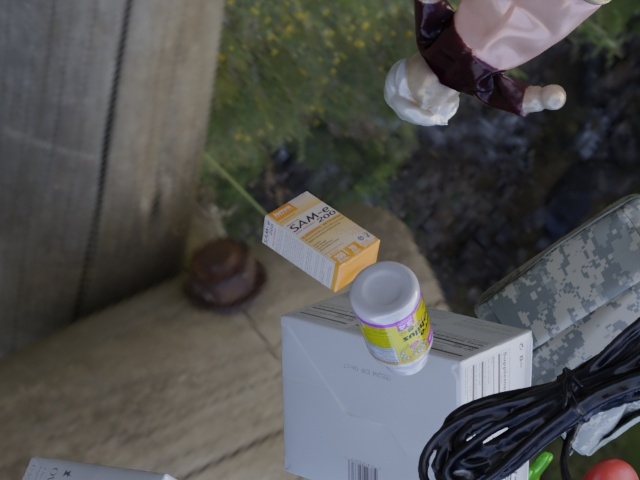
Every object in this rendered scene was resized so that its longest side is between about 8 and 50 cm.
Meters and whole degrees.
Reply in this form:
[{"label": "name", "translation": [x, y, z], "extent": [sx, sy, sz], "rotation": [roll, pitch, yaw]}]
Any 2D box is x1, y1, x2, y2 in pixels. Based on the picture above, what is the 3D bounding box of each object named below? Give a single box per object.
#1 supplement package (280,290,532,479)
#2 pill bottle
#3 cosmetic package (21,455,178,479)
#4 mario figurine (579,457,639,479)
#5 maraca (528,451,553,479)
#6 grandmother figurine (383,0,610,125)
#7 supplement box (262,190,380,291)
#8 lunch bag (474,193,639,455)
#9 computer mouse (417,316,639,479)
[{"label": "supplement package", "translation": [0.098, 0.190, 1.640], "extent": [0.145, 0.262, 0.204], "rotation": [-17, 112, -46]}, {"label": "pill bottle", "translation": [0.046, 0.051, 0.874], "extent": [0.043, 0.043, 0.083], "rotation": [-38, 146, -12]}, {"label": "cosmetic package", "translation": [-0.248, 0.374, 1.555], "extent": [0.138, 0.225, 0.224], "rotation": [45, 56, -43]}, {"label": "mario figurine", "translation": [0.357, 0.334, 1.363], "extent": [0.170, 0.320, 0.198], "rotation": [-59, 139, -21]}, {"label": "maraca", "translation": [0.246, 0.342, 1.818], "extent": [0.127, 0.099, 0.185], "rotation": [-36, 156, -45]}, {"label": "grandmother figurine", "translation": [0.180, -0.214, 1.494], "extent": [0.104, 0.208, 0.342], "rotation": [-38, -178, -36]}, {"label": "supplement box", "translation": [0.000, 0.000, 1.362], "extent": [0.062, 0.098, 0.036], "rotation": [-33, 145, -39]}, {"label": "lunch bag", "translation": [0.392, 0.114, 1.867], "extent": [0.305, 0.256, 0.212], "rotation": [-35, 166, 20]}, {"label": "computer mouse", "translation": [0.174, 0.152, 0.624], "extent": [0.184, 0.262, 0.060], "rotation": [-33, 142, 6]}]
